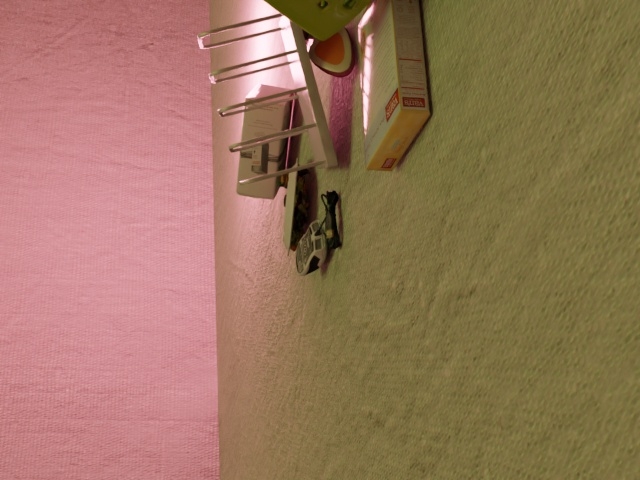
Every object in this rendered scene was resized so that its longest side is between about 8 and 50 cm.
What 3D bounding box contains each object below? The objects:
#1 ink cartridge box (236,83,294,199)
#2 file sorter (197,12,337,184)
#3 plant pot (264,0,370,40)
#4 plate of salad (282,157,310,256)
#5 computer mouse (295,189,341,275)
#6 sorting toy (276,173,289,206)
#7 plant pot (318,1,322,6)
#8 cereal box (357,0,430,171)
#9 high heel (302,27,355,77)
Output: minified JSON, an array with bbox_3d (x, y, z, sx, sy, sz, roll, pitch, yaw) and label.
[{"bbox_3d":[-0.121,-0.217,2.234,0.158,0.092,0.218,-71,-9,-68],"label":"ink cartridge box"},{"bbox_3d":[-0.095,-0.242,1.785,0.193,0.173,0.278,-144,39,-84],"label":"file sorter"},{"bbox_3d":[0.008,-0.436,1.323,0.207,0.227,0.228,-21,51,41],"label":"plant pot"},{"bbox_3d":[-0.047,-0.066,2.047,0.200,0.048,0.200,-174,90,-88],"label":"plate of salad"},{"bbox_3d":[0.000,0.000,1.833,0.193,0.042,0.106,122,144,-56],"label":"computer mouse"},{"bbox_3d":[-0.070,-0.109,2.172,0.061,0.042,0.102,-107,23,-58],"label":"sorting toy"},{"bbox_3d":[-0.063,-0.570,1.852,0.291,0.203,0.291,-177,90,-77],"label":"plant pot"},{"bbox_3d":[0.096,-0.238,1.402,0.173,0.047,0.240,121,149,-65],"label":"cereal box"},{"bbox_3d":[0.020,-0.325,1.794,0.117,0.082,0.244,52,179,-41],"label":"high heel"}]
